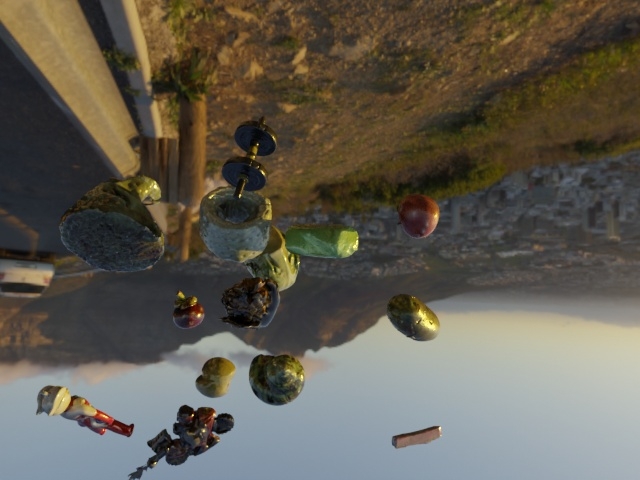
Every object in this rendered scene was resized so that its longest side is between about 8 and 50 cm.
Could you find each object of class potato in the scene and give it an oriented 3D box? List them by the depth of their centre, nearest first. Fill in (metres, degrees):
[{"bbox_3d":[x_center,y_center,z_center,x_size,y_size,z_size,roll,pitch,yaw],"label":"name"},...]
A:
[{"bbox_3d":[0.357,0.301,1.918,0.141,0.176,0.298,-33,135,20],"label":"potato"}]

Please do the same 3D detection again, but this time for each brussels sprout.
[{"bbox_3d":[-0.225,0.073,2.249,0.247,0.328,0.328,-40,-175,-15],"label":"brussels sprout"}]

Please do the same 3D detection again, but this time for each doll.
[{"bbox_3d":[-0.804,0.583,1.689,0.188,0.099,0.384,-3,145,19],"label":"doll"}]

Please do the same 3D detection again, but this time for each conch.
[{"bbox_3d":[-0.142,0.423,1.550,0.187,0.182,0.124,33,-154,8],"label":"conch"}]

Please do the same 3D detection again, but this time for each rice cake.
[{"bbox_3d":[0.347,0.703,1.793,0.206,0.047,0.036,-1,-169,-24],"label":"rice cake"}]

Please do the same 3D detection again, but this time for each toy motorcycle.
[{"bbox_3d":[-0.517,0.721,1.800,0.400,0.207,0.134,-34,-148,-3],"label":"toy motorcycle"}]

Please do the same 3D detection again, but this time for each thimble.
[{"bbox_3d":[-0.326,-0.073,1.959,0.291,0.292,0.195,4,137,-11],"label":"thimble"}]

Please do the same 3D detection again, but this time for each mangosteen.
[{"bbox_3d":[-0.629,0.328,2.391,0.155,0.182,0.145,-11,169,35],"label":"mangosteen"}]

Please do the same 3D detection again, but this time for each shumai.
[{"bbox_3d":[-0.825,-0.096,2.024,0.394,0.348,0.395,-6,138,-6],"label":"shumai"}]

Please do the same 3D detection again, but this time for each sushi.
[{"bbox_3d":[-0.273,0.237,1.928,0.213,0.204,0.200,6,179,22],"label":"sushi"}]

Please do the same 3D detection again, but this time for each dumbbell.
[{"bbox_3d":[-0.220,-0.265,1.574,0.143,0.326,0.143,9,150,5],"label":"dumbbell"}]

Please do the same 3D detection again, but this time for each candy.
[{"bbox_3d":[0.000,0.000,1.930,0.142,0.132,0.343,12,175,-37],"label":"candy"}]

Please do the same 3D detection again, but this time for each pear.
[{"bbox_3d":[-0.429,0.561,2.060,0.136,0.167,0.167,23,176,8],"label":"pear"}]

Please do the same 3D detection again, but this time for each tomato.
[{"bbox_3d":[0.364,-0.097,1.847,0.167,0.168,0.167,2,173,0],"label":"tomato"}]
